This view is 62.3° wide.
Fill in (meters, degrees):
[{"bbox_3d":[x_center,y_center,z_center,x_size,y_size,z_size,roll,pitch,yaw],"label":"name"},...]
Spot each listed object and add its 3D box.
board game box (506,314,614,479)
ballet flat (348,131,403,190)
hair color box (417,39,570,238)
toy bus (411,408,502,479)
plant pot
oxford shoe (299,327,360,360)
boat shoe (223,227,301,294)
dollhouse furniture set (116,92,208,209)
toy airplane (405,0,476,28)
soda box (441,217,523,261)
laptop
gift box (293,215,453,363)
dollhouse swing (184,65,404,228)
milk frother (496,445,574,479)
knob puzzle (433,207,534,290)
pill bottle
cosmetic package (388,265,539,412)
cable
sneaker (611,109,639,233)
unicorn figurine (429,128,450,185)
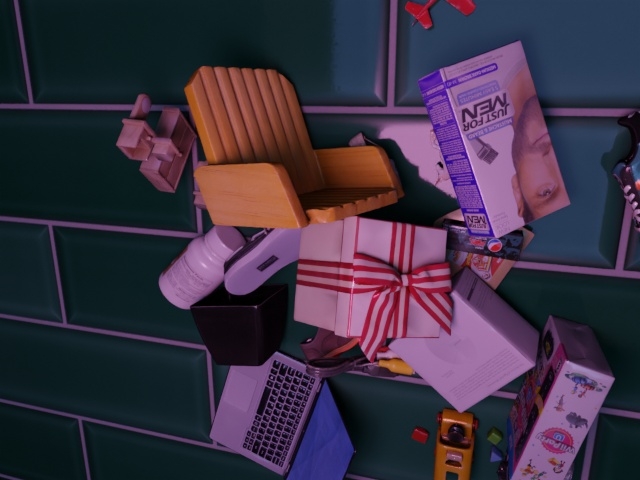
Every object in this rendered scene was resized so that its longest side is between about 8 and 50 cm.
[{"bbox_3d":[0.497,0.346,1.134,0.098,0.224,0.303,17,110,12],"label":"board game box"},{"bbox_3d":[0.134,-0.177,1.192,0.168,0.057,0.052,43,104,2],"label":"ballet flat"},{"bbox_3d":[0.343,-0.194,1.047,0.185,0.110,0.338,-24,101,-12],"label":"hair color box"},{"bbox_3d":[0.331,0.505,1.301,0.202,0.104,0.191,47,114,0],"label":"toy bus"},{"bbox_3d":[-0.190,0.215,1.333,0.188,0.188,0.166,-4,99,19],"label":"plant pot"},{"bbox_3d":[0.050,0.222,1.318,0.271,0.097,0.098,-44,82,24],"label":"oxford shoe"},{"bbox_3d":[-0.103,0.006,1.243,0.306,0.104,0.113,-39,131,17],"label":"boat shoe"},{"bbox_3d":[-0.215,-0.197,1.214,0.356,0.303,0.173,9,70,14],"label":"dollhouse furniture set"},{"bbox_3d":[0.235,-0.499,1.077,0.151,0.028,0.151,5,106,18],"label":"toy airplane"},{"bbox_3d":[0.344,-0.003,1.140,0.169,0.053,0.060,11,109,15],"label":"soda box"},{"bbox_3d":[-0.126,0.525,1.386,0.408,0.236,0.381,23,111,11],"label":"laptop"},{"bbox_3d":[0.113,0.095,1.085,0.258,0.255,0.276,-2,87,60],"label":"gift box"},{"bbox_3d":[-0.047,-0.207,1.053,0.315,0.347,0.304,4,104,40],"label":"dollhouse swing"},{"bbox_3d":[0.509,0.552,1.272,0.135,0.129,0.143,20,154,12],"label":"milk frother"},{"bbox_3d":[0.343,0.004,1.189,0.213,0.030,0.212,5,108,17],"label":"knob puzzle"},{"bbox_3d":[-0.299,0.063,1.363,0.229,0.131,0.131,-42,90,24],"label":"pill bottle"},{"bbox_3d":[0.320,0.222,1.187,0.225,0.138,0.224,44,124,3],"label":"cosmetic package"},{"bbox_3d":[0.099,0.275,1.254,0.288,0.139,0.072,9,104,-19],"label":"cable"},{"bbox_3d":[0.629,-0.103,1.028,0.121,0.108,0.301,0,98,19],"label":"sneaker"},{"bbox_3d":[0.282,-0.200,1.132,0.162,0.060,0.111,-32,94,24],"label":"unicorn figurine"}]
